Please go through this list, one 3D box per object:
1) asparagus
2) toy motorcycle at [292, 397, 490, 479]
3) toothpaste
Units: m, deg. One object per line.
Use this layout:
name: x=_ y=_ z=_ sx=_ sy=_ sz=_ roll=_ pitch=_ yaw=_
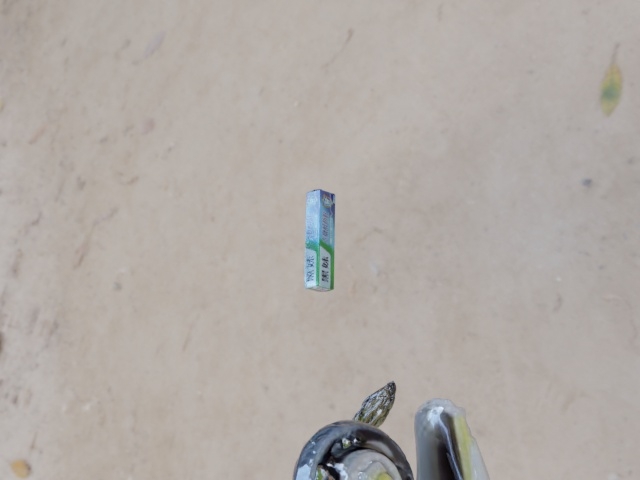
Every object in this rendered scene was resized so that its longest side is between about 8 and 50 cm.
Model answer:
asparagus: x=0.030 y=0.212 z=1.030 sx=0.165 sy=0.030 sz=0.036 roll=-53 pitch=7 yaw=10
toy motorcycle: x=0.094 y=0.279 z=0.657 sx=0.108 sy=0.223 sz=0.340 roll=-31 pitch=69 yaw=52
toothpaste: x=0.000 y=0.000 z=0.803 sx=0.017 sy=0.020 sz=0.083 roll=-13 pitch=70 yaw=41
